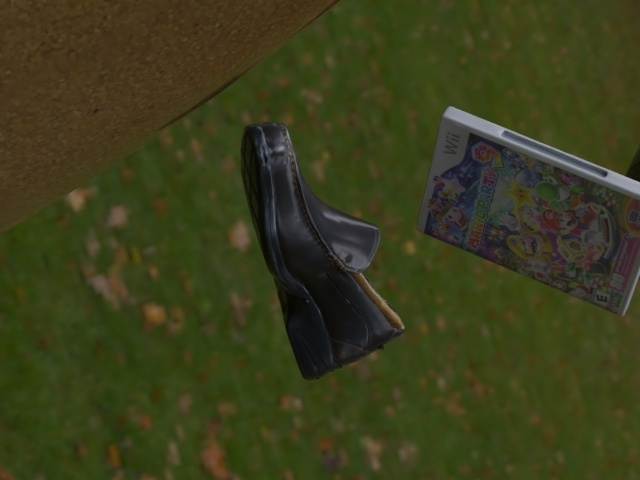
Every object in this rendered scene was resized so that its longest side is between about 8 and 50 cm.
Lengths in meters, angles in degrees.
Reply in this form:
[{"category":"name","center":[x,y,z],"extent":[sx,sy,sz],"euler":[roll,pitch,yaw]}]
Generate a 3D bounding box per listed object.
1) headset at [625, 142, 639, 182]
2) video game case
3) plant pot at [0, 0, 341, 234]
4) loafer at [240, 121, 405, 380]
[{"category":"headset","center":[0.372,0.041,1.167],"extent":[0.243,0.394,0.185],"euler":[96,17,-76]},{"category":"video game case","center":[0.113,-0.014,0.974],"extent":[0.011,0.122,0.087],"euler":[-55,163,-41]},{"category":"plant pot","center":[-0.103,-0.101,0.505],"extent":[0.237,0.254,0.237],"euler":[-15,90,-71]},{"category":"loafer","center":[0.000,0.000,0.957],"extent":[0.170,0.061,0.062],"euler":[73,1,-48]}]
